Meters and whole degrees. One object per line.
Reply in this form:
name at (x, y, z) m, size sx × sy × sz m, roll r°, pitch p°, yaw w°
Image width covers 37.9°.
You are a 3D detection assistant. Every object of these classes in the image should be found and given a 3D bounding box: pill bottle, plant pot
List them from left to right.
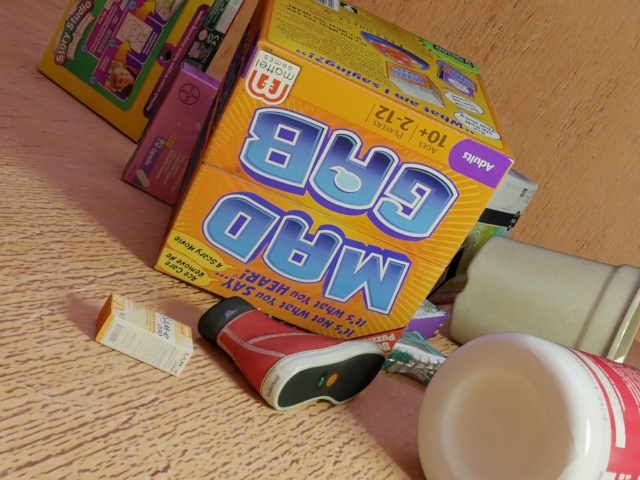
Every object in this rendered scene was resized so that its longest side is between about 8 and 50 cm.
plant pot at (0.422, 0.144, 1.749) m, size 0.306 × 0.333 × 0.334 m, roll 24°, pitch 9°, yaw 22°
pill bottle at (0.326, 0.256, 1.171) m, size 0.408 × 0.229 × 0.229 m, roll 19°, pitch 17°, yaw -44°

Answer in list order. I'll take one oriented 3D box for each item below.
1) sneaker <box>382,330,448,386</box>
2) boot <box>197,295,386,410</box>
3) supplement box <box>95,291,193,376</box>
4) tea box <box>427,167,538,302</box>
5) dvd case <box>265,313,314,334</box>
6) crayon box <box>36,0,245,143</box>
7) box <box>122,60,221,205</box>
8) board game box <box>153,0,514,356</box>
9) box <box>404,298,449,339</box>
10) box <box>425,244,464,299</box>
sneaker at (0.156, 0.174, 1.437) m, size 0.166 × 0.065 × 0.076 m, roll 27°, pitch 35°, yaw -28°
boot at (-0.035, 0.125, 1.171) m, size 0.176 × 0.088 × 0.244 m, roll 37°, pitch 17°, yaw 31°
supplement box at (-0.189, 0.100, 1.002) m, size 0.098 × 0.036 × 0.062 m, roll 27°, pitch 13°, yaw -19°
tea box at (0.278, -0.051, 2.062) m, size 0.220 × 0.323 × 0.329 m, roll 36°, pitch 14°, yaw 22°
dvd case at (-0.062, 0.117, 1.301) m, size 0.119 × 0.013 × 0.087 m, roll 33°, pitch 12°, yaw 6°
crayon box at (-0.369, -0.424, 1.894) m, size 0.313 × 0.363 × 0.106 m, roll 36°, pitch 13°, yaw 22°
box at (-0.183, -0.152, 1.610) m, size 0.243 × 0.213 × 0.117 m, roll 28°, pitch 12°, yaw -15°
board game box at (0.011, -0.118, 1.353) m, size 0.357 × 0.356 × 0.356 m, roll 23°, pitch 27°, yaw -12°
box at (0.086, 0.101, 1.615) m, size 0.201 × 0.057 × 0.293 m, roll 35°, pitch 13°, yaw 23°
box at (0.170, 0.037, 1.832) m, size 0.158 × 0.093 × 0.156 m, roll 35°, pitch 50°, yaw 22°
